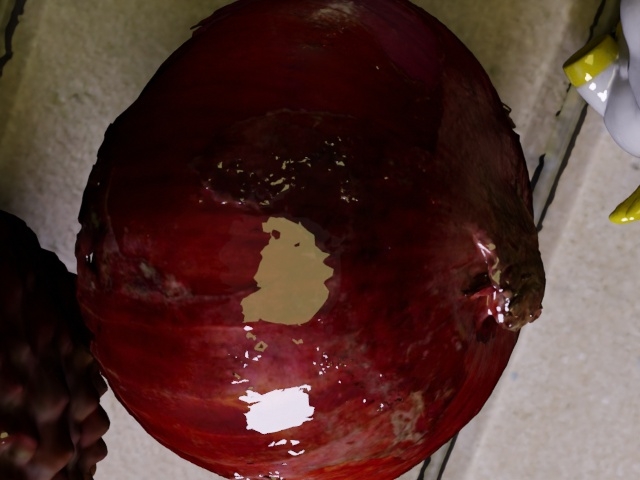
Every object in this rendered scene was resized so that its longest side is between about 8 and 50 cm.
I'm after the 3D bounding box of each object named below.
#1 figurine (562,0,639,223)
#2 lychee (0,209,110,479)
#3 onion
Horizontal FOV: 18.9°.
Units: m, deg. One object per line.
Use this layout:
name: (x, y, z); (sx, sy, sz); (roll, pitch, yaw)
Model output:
figurine: (0.199, -0.085, 1.048); (0.109, 0.178, 0.129); (4, 77, -6)
lychee: (-0.269, 0.085, 1.024); (0.306, 0.306, 0.330); (3, 66, -1)
onion: (0.000, 0.000, 1.018); (0.276, 0.276, 0.276); (0, 104, 0)
